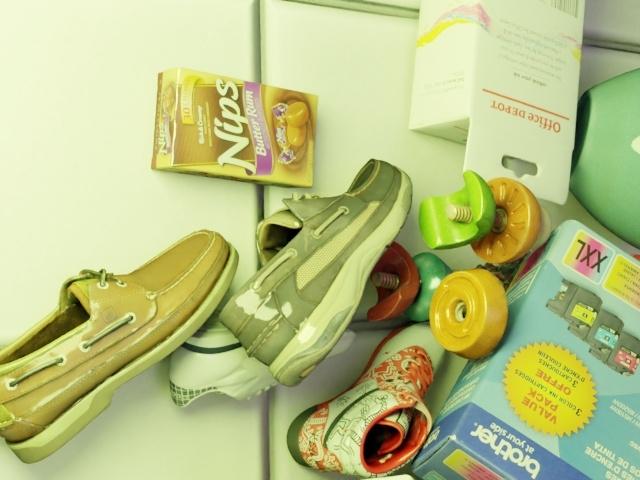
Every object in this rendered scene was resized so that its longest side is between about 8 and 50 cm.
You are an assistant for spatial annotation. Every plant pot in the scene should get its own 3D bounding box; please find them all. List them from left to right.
[{"bbox_3d":[0.452,-0.125,1.438,0.196,0.290,0.290,13,80,0],"label":"plant pot"}]

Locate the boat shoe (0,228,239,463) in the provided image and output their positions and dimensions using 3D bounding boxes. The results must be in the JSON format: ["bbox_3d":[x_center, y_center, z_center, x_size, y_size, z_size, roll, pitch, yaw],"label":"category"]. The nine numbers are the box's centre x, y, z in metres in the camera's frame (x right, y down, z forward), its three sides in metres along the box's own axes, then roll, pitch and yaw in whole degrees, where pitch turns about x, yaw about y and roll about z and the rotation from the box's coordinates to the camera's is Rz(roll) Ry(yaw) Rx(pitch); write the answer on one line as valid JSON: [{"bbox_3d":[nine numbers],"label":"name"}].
[{"bbox_3d":[-0.207,0.077,1.017,0.307,0.111,0.104,-46,116,-28],"label":"boat shoe"}]

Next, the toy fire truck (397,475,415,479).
[{"bbox_3d":[0.211,0.402,1.232,0.302,0.254,0.169,24,75,-34],"label":"toy fire truck"}]

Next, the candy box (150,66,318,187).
[{"bbox_3d":[-0.092,-0.121,1.144,0.187,0.053,0.109,5,87,-35],"label":"candy box"}]

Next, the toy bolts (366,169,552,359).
[{"bbox_3d":[0.175,0.053,1.221,0.159,0.228,0.218,11,61,-36],"label":"toy bolts"}]

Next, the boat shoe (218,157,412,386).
[{"bbox_3d":[0.000,0.000,1.124,0.130,0.132,0.355,36,38,-5],"label":"boat shoe"}]

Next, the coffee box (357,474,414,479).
[{"bbox_3d":[0.002,0.468,0.978,0.338,0.338,0.334,50,44,-24],"label":"coffee box"}]

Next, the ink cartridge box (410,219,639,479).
[{"bbox_3d":[0.290,0.211,1.170,0.270,0.151,0.395,33,62,3],"label":"ink cartridge box"}]

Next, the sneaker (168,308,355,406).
[{"bbox_3d":[-0.065,0.126,1.151,0.235,0.090,0.094,-1,107,-36],"label":"sneaker"}]

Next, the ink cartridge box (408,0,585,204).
[{"bbox_3d":[0.232,-0.230,1.343,0.207,0.119,0.353,12,81,-36],"label":"ink cartridge box"}]

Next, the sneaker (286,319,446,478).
[{"bbox_3d":[0.098,0.187,1.220,0.270,0.145,0.090,-34,109,-32],"label":"sneaker"}]

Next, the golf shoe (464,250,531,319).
[{"bbox_3d":[0.256,0.065,1.400,0.186,0.067,0.086,-15,132,-42],"label":"golf shoe"}]

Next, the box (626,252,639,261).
[{"bbox_3d":[0.363,0.128,1.422,0.257,0.128,0.122,-36,117,-31],"label":"box"}]
